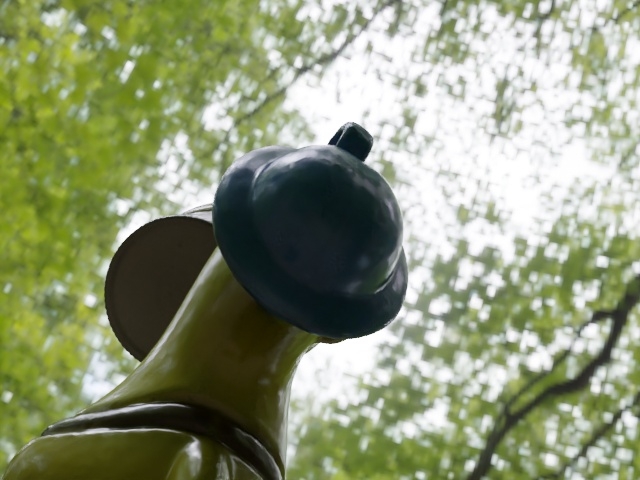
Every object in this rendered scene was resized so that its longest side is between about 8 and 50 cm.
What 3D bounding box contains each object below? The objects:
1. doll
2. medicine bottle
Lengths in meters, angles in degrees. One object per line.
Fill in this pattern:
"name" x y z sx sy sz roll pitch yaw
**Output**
"doll" -0.070 0.098 0.654 0.145 0.363 0.199 29 2 -18
"medicine bottle" -0.115 0.063 1.626 0.224 0.224 0.384 9 2 14
